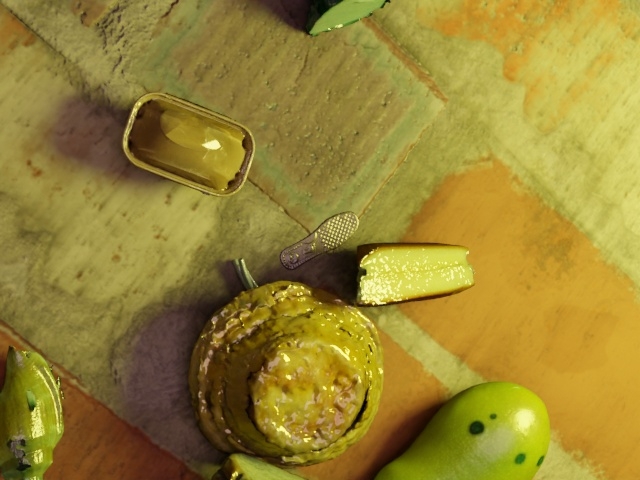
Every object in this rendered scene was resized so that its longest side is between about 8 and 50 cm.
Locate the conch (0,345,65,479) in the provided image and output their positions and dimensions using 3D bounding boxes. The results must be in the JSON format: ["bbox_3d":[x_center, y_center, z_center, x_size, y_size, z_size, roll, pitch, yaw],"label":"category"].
[{"bbox_3d":[-0.383,0.244,1.404,0.095,0.079,0.200,20,75,-38],"label":"conch"}]

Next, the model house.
[{"bbox_3d":[0.024,-0.387,1.511,0.119,0.148,0.148,-19,84,-14],"label":"model house"}]

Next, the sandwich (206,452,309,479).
[{"bbox_3d":[-0.022,0.400,1.400,0.249,0.273,0.095,33,96,-31],"label":"sandwich"}]

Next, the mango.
[{"bbox_3d":[0.211,0.325,1.587,0.293,0.143,0.175,-35,101,-7],"label":"mango"}]

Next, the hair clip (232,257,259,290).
[{"bbox_3d":[-0.084,0.070,1.531,0.039,0.030,0.115,-43,107,-34],"label":"hair clip"}]

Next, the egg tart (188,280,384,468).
[{"bbox_3d":[-0.034,0.198,1.480,0.294,0.123,0.294,-5,105,-21],"label":"egg tart"}]

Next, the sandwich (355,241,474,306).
[{"bbox_3d":[0.114,0.046,1.558,0.244,0.088,0.090,-4,90,-42],"label":"sandwich"}]

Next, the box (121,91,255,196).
[{"bbox_3d":[-0.180,-0.127,1.451,0.177,0.111,0.111,19,84,-19],"label":"box"}]

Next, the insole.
[{"bbox_3d":[0.000,0.000,1.572,0.135,0.002,0.045,-30,100,-17],"label":"insole"}]
